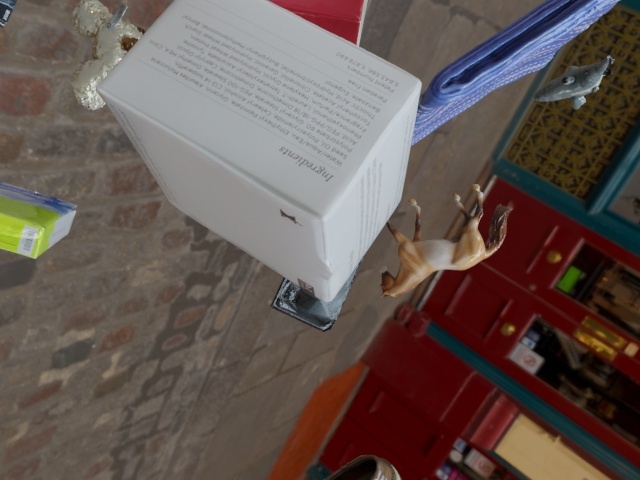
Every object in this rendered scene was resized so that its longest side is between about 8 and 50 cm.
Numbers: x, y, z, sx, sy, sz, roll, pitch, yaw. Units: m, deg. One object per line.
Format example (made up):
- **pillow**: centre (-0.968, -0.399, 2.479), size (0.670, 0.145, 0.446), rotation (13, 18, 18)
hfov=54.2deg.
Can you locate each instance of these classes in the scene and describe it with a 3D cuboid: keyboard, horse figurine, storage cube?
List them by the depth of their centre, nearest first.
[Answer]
- **keyboard**: centre (0.000, 0.000, 0.694), size (0.023, 0.108, 0.180), rotation (2, -114, 65)
- **horse figurine**: centre (0.220, 0.000, 1.131), size (0.066, 0.263, 0.175), rotation (25, 57, -71)
- **storage cube**: centre (-0.004, -0.485, 1.276), size (0.184, 0.193, 0.215), rotation (95, 5, -74)

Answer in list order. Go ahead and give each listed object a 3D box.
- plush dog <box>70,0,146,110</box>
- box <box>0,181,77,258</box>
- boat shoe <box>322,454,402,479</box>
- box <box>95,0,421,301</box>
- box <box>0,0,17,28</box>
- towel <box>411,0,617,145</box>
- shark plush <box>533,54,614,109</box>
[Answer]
- **plush dog**: centre (-0.457, -0.437, 1.513), size (0.225, 0.210, 0.263), rotation (4, 85, -73)
- **box**: centre (-0.363, -0.029, 0.742), size (0.178, 0.108, 0.043), rotation (-134, -117, -76)
- **boat shoe**: centre (0.000, 0.415, 0.965), size (0.257, 0.095, 0.095), rotation (-36, 130, -4)
- **box**: centre (-0.036, -0.067, 0.472), size (0.119, 0.181, 0.181), rotation (-55, 166, -16)
- **box**: centre (-0.593, -0.436, 1.135), size (0.067, 0.083, 0.018), rotation (29, 139, -35)
- **towel**: centre (0.195, -0.179, 0.671), size (0.243, 0.040, 0.336), rotation (-33, 179, 0)
- **shark plush**: centre (0.412, -0.249, 0.998), size (0.161, 0.067, 0.073), rotation (-153, -122, -75)
